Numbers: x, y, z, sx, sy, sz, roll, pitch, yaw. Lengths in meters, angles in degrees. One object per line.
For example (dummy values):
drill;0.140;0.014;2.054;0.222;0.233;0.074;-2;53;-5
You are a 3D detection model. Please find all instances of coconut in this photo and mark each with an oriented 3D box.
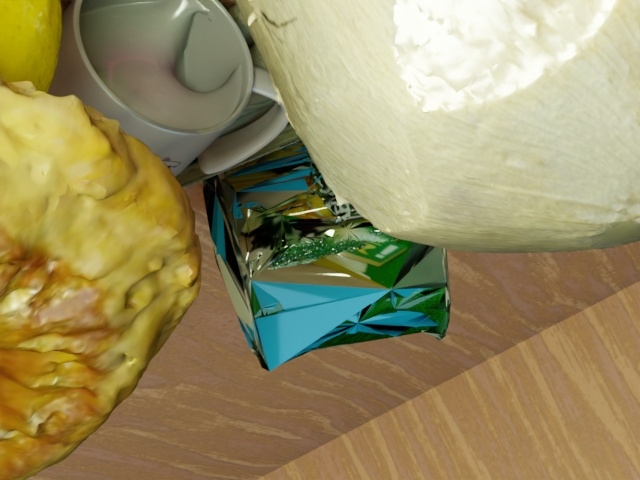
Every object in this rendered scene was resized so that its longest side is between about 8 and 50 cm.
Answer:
coconut;0.125;-0.150;1.079;0.346;0.360;0.346;-23;162;-8

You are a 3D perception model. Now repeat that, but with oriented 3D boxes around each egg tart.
egg tart;-0.275;0.006;0.839;0.443;0.178;0.443;-11;155;-5

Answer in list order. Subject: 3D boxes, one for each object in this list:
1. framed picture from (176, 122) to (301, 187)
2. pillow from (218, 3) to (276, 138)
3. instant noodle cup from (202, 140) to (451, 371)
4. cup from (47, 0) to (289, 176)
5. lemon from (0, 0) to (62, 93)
framed picture;-0.078;-0.077;1.466;0.293;0.018;0.231;-24;-170;-10
pillow;-0.047;-0.139;1.366;0.181;0.078;0.134;-35;172;32
instant noodle cup;0.000;0.000;1.653;0.178;0.240;0.240;-16;163;-9
cup;-0.124;-0.103;1.267;0.173;0.134;0.142;-23;168;-42
lemon;-0.235;-0.108;1.017;0.170;0.170;0.207;-13;166;-39
